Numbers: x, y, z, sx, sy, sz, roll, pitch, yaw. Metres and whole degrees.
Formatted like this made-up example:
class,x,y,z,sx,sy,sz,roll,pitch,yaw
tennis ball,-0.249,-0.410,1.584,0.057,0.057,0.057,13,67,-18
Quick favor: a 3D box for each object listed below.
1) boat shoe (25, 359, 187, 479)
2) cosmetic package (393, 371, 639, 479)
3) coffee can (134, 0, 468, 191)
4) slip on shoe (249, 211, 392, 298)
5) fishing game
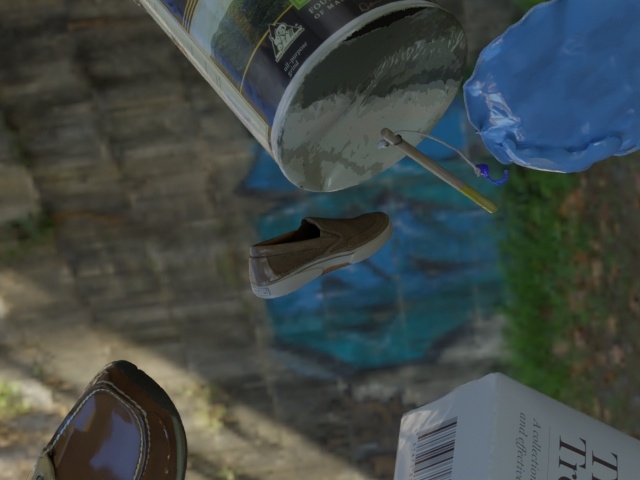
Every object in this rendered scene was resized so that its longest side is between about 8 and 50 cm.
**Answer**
class,x,y,z,sx,sy,sz,roll,pitch,yaw
boat shoe,-0.215,0.247,1.271,0.120,0.122,0.324,-37,-22,-49
cosmetic package,0.160,0.298,0.777,0.097,0.284,0.377,-31,40,46
coffee can,-0.028,-0.206,1.298,0.275,0.201,0.201,50,164,31
slip on shoe,0.000,0.000,1.105,0.051,0.135,0.041,12,122,55
fishing game,0.179,-0.113,0.918,0.189,0.264,0.041,24,-142,-43
